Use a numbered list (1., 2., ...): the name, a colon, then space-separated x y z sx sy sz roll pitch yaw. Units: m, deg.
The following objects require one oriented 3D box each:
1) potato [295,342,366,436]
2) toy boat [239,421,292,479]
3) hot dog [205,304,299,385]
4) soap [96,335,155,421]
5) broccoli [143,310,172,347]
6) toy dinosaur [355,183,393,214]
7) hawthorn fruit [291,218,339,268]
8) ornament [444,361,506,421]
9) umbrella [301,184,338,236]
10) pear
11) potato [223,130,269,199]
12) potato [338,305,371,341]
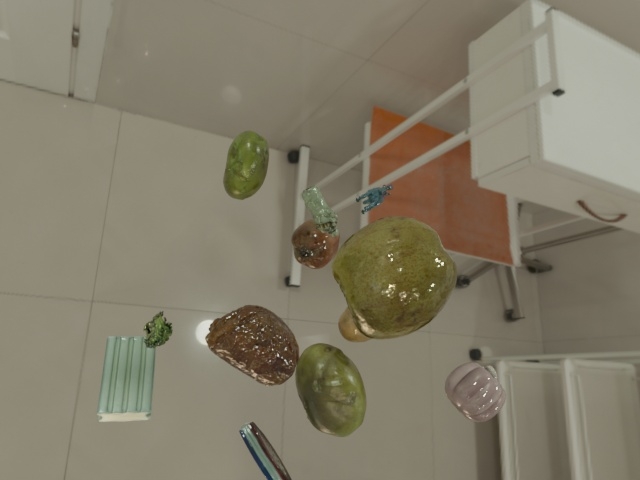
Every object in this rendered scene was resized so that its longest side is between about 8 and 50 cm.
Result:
1. potato: 0.023 0.382 1.264 0.149 0.197 0.228 -19 126 -37
2. toy boat: -0.141 0.597 1.351 0.046 0.080 0.228 -35 85 11
3. hot dog: -0.254 0.390 1.865 0.267 0.174 0.387 -38 122 10
4. soap: -0.630 0.449 1.633 0.160 0.087 0.265 3 51 -17
5. broccoli: -0.436 0.237 1.322 0.097 0.095 0.091 -32 129 -39
6. toy dinosaur: 0.124 -0.098 1.144 0.080 0.197 0.045 -28 89 -10
7. hawthorn fruit: 0.000 0.000 2.040 0.251 0.199 0.199 -34 94 -44
8. ornament: 0.474 0.454 1.511 0.178 0.177 0.177 8 73 -27
9. umbrella: 0.002 -0.071 1.262 0.067 0.062 0.143 -43 105 -41
10. pear: 0.142 0.069 0.918 0.188 0.211 0.228 -98 163 -56
11. potato: -0.257 -0.258 1.738 0.149 0.253 0.186 8 38 -14
12. potato: 0.114 0.203 1.276 0.147 0.112 0.112 -18 86 -22
